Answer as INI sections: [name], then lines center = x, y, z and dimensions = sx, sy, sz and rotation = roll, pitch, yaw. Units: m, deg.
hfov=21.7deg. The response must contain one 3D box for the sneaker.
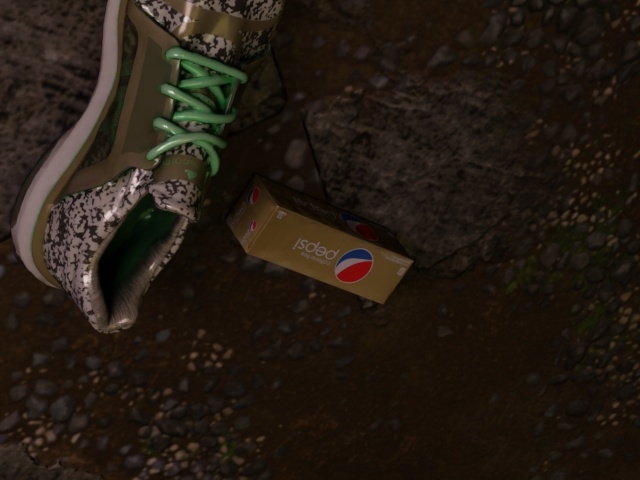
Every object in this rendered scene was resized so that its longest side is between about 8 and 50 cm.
[sneaker]
center = -0.117, -0.091, 1.406
dimensions = 0.158, 0.182, 0.410
rotation = 12, 116, -34

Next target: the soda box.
[soda box]
center = 0.000, 0.000, 1.616
dimensions = 0.181, 0.061, 0.058
rotation = 21, 112, -37
